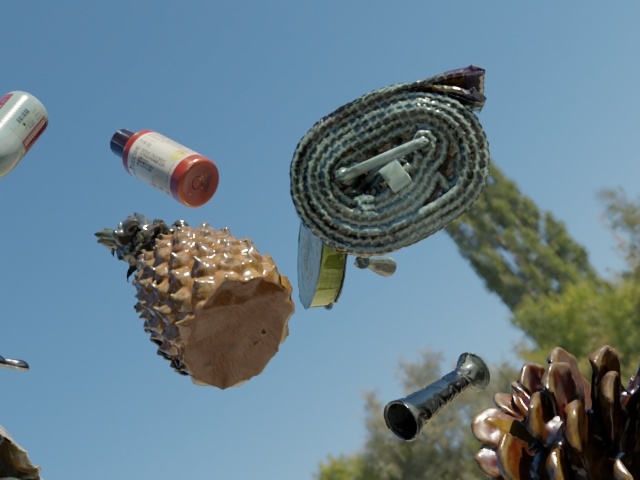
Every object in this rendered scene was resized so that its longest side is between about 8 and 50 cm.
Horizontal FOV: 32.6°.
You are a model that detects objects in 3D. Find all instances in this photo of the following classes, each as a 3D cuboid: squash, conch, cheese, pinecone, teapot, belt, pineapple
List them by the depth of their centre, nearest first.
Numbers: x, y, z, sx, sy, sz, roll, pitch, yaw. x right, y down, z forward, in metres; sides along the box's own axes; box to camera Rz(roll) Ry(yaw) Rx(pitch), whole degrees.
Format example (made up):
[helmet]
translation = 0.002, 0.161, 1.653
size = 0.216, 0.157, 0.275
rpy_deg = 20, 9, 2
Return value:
[pinecone]
translation = 0.400, 0.289, 1.355
size = 0.384, 0.384, 0.384
rpy_deg = -33, -18, -13
[conch]
translation = -0.470, 0.292, 1.448
size = 0.155, 0.207, 0.130
rpy_deg = 101, -177, -53
[belt]
translation = 0.101, -0.094, 1.453
size = 0.294, 0.207, 0.160
rpy_deg = -19, -5, 1
[pineapple]
translation = -0.207, 0.055, 1.640
size = 0.222, 0.357, 0.223
rpy_deg = -20, -54, -31
[squash]
translation = -0.005, 0.000, 1.694
size = 0.041, 0.219, 0.219
rpy_deg = 2, -31, -14
[cheese]
translation = -0.556, 0.195, 1.800
size = 0.162, 0.086, 0.036
rpy_deg = 15, -90, -37
[teapot]
translation = 0.109, 0.048, 2.198
size = 0.043, 0.043, 0.110
rpy_deg = -44, -26, 20

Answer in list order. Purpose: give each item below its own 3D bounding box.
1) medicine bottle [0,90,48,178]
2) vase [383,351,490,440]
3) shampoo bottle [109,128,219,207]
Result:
[medicine bottle]
translation = -0.534, -0.150, 1.794
size = 0.090, 0.090, 0.217
rpy_deg = -58, 5, 47
[vase]
translation = 0.159, 0.206, 1.464
size = 0.167, 0.059, 0.059
rpy_deg = -26, -21, -42
[shampoo bottle]
translation = -0.327, -0.159, 2.218
size = 0.104, 0.278, 0.104
rpy_deg = -24, -53, -36
